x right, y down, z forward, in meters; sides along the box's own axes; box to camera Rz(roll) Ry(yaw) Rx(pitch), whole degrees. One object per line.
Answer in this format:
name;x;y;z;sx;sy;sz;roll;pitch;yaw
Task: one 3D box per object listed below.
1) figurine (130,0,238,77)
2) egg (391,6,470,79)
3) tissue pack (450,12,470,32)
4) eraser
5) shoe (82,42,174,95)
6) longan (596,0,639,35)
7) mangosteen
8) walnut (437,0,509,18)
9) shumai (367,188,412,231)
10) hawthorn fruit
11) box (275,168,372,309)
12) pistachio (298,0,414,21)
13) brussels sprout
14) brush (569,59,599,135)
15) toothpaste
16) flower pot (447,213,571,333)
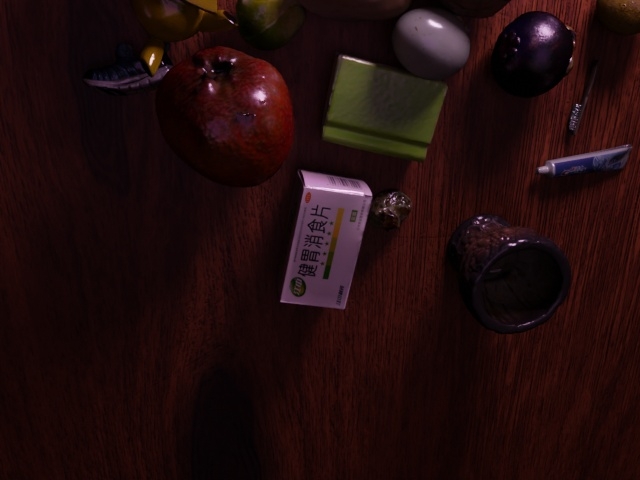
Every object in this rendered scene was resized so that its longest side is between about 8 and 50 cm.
figurine;-0.312;-0.529;1.278;0.218;0.169;0.327;-19;115;3
egg;0.243;-0.434;1.393;0.192;0.149;0.149;17;110;-33
tissue pack;0.300;-0.487;1.480;0.083;0.035;0.063;-43;113;9
eraser;0.141;-0.312;1.500;0.274;0.092;0.210;8;112;-15
shoe;-0.418;-0.376;1.381;0.207;0.091;0.106;-14;93;1
longan;0.724;-0.557;1.456;0.154;0.176;0.145;-36;75;-30
mangosteen;0.507;-0.429;1.474;0.230;0.194;0.194;-3;117;-37
walnut;0.337;-0.605;1.330;0.273;0.227;0.273;-6;116;-13
shumai;0.180;-0.069;1.613;0.123;0.087;0.099;-36;113;5
hawthorn fruit;-0.193;-0.245;1.392;0.284;0.285;0.369;-23;154;0
box;0.000;0.002;1.583;0.173;0.145;0.333;9;112;-11
pistachio;0.073;-0.554;1.341;0.287;0.166;0.197;3;153;-18
brussels sprout;-0.114;-0.489;1.361;0.155;0.117;0.155;-11;110;-34
brush;0.663;-0.363;1.603;0.027;0.034;0.191;12;113;2
toothpaste;0.695;-0.203;1.673;0.268;0.047;0.069;-10;102;-9
flower pot;0.461;0.066;1.625;0.266;0.267;0.267;-3;113;-7
